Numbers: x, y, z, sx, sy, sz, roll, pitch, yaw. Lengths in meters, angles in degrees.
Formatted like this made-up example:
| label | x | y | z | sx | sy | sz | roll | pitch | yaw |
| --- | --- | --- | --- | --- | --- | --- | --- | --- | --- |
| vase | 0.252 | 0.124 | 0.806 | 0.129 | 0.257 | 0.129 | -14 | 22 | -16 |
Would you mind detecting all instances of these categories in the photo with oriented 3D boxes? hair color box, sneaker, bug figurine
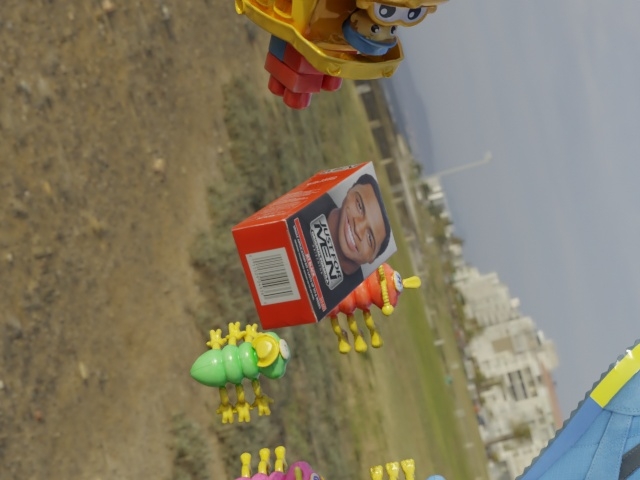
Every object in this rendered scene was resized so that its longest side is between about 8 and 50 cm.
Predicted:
| label | x | y | z | sx | sy | sz | roll | pitch | yaw |
| --- | --- | --- | --- | --- | --- | --- | --- | --- | --- |
| hair color box | 0.000 | 0.000 | 0.730 | 0.141 | 0.043 | 0.072 | -39 | 115 | -59 |
| sneaker | 0.152 | 0.152 | 0.605 | 0.082 | 0.209 | 0.069 | 43 | 11 | 30 |
| bug figurine | 0.004 | 0.146 | 0.934 | 0.072 | 0.216 | 0.279 | 60 | 15 | -69 |

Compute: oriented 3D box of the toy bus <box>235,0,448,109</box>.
| label | x | y | z | sx | sy | sz | roll | pitch | yaw |
| --- | --- | --- | --- | --- | --- | --- | --- | --- | --- |
| toy bus | 0.018 | -0.208 | 0.942 | 0.220 | 0.150 | 0.211 | 40 | -56 | 49 |
